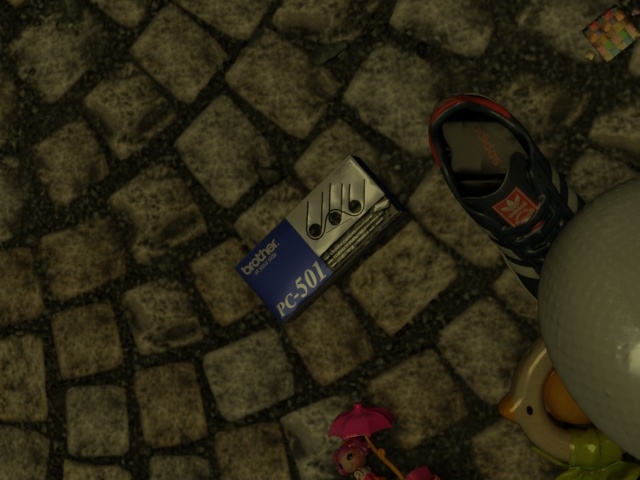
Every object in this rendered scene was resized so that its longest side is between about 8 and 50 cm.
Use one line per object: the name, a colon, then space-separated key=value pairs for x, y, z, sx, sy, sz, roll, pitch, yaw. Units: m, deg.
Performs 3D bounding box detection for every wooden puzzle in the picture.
wooden puzzle: x=0.340 y=-0.242 z=1.354 sx=0.083 sy=0.006 sz=0.049 roll=-38 pitch=80 yaw=14

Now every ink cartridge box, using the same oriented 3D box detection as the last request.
ink cartridge box: x=0.000 y=0.000 z=1.439 sx=0.207 sy=0.046 sz=0.097 roll=-44 pitch=77 yaw=13

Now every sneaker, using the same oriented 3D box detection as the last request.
sneaker: x=0.238 y=-0.023 z=1.312 sx=0.131 sy=0.148 sz=0.350 roll=-44 pitch=79 yaw=13

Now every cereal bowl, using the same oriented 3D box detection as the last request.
cereal bowl: x=0.399 y=0.065 z=1.168 sx=0.338 sy=0.141 sz=0.339 roll=8 pitch=56 yaw=-12

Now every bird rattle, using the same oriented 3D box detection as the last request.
bird rattle: x=0.314 y=0.173 z=1.267 sx=0.207 sy=0.143 sz=0.253 roll=32 pitch=108 yaw=-13

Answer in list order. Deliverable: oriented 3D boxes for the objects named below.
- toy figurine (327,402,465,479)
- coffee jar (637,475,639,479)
toy figurine: x=0.067 y=0.279 z=1.403 sx=0.159 sy=0.130 sz=0.173 roll=54 pitch=129 yaw=24
coffee jar: x=0.433 y=0.244 z=1.270 sx=0.184 sy=0.096 sz=0.079 roll=-45 pitch=76 yaw=22
